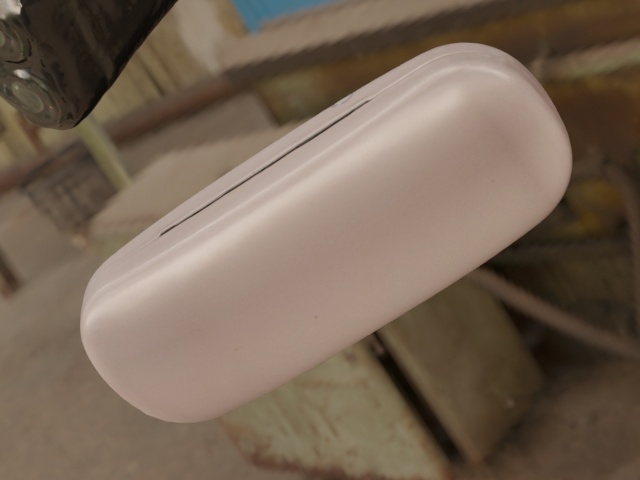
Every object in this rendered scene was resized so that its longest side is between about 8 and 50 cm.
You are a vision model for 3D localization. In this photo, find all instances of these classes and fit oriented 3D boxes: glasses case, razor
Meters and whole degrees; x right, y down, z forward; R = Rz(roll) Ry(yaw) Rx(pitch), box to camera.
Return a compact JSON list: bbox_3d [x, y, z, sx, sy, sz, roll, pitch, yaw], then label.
[{"bbox_3d":[0.000,0.000,1.016,0.297,0.113,0.075,-32,27,14],"label":"glasses case"},{"bbox_3d":[-0.096,-0.125,0.810,0.054,0.090,0.148,16,54,34],"label":"razor"}]
